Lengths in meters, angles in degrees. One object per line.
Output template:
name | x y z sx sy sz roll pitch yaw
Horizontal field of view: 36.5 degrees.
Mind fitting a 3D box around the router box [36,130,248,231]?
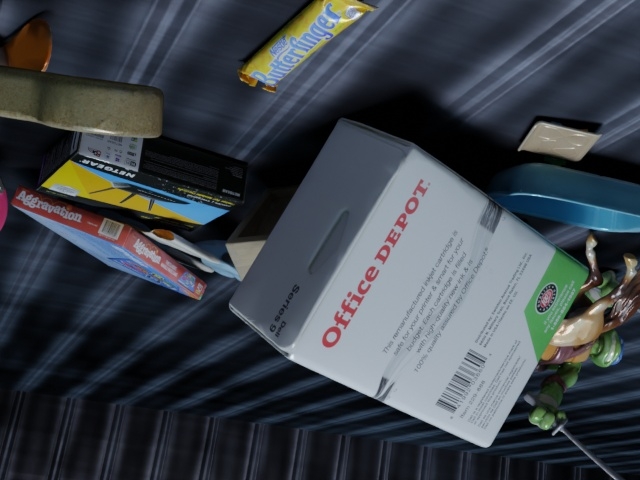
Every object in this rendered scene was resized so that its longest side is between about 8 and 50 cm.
router box | -0.184 -0.064 0.999 0.179 0.046 0.133 16 159 -28

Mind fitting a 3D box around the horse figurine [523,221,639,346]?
horse figurine | 0.257 0.062 1.121 0.263 0.066 0.174 8 128 0

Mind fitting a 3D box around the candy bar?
candy bar | -0.015 -0.152 0.742 0.040 0.018 0.161 16 158 -27

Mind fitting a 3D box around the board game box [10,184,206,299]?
board game box | -0.243 0.009 1.165 0.145 0.027 0.281 21 169 14

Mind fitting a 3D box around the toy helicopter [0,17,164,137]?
toy helicopter | -0.267 -0.114 0.720 0.355 0.140 0.235 11 -173 20

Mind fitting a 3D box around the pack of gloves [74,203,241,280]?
pack of gloves | -0.174 -0.006 1.176 0.195 0.046 0.232 17 171 32

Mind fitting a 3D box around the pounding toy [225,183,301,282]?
pounding toy | 0.000 0.000 1.019 0.130 0.141 0.100 -5 122 28

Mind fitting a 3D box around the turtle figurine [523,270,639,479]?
turtle figurine | 0.297 0.130 1.220 0.266 0.274 0.198 14 125 -13

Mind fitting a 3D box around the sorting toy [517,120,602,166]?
sorting toy | 0.212 -0.086 0.880 0.062 0.012 0.083 9 161 -2

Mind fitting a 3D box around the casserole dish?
casserole dish | 0.246 -0.041 0.938 0.188 0.037 0.114 12 174 -16

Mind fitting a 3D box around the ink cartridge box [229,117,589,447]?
ink cartridge box | 0.091 0.045 0.921 0.289 0.211 0.121 31 180 -38

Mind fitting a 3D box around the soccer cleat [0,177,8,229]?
soccer cleat | -0.454 -0.091 0.931 0.143 0.116 0.331 11 166 37
